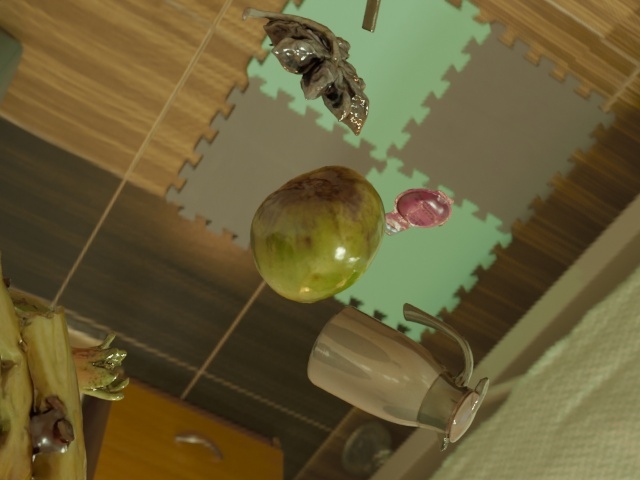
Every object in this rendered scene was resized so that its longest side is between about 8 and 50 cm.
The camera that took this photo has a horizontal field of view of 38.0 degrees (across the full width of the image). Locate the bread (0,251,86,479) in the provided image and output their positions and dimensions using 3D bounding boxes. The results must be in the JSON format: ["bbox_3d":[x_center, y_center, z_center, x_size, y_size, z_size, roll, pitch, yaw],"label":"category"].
[{"bbox_3d":[-0.393,0.107,0.827,0.314,0.191,0.370,-26,77,28],"label":"bread"}]

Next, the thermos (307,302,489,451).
[{"bbox_3d":[0.098,0.147,1.075,0.193,0.105,0.137,25,89,28],"label":"thermos"}]

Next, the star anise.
[{"bbox_3d":[-0.006,-0.279,1.441,0.081,0.230,0.262,-35,106,31],"label":"star anise"}]

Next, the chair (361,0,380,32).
[{"bbox_3d":[0.016,-0.269,0.651,0.095,0.104,0.222,1,116,-49],"label":"chair"}]

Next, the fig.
[{"bbox_3d":[-0.004,-0.009,0.971,0.153,0.136,0.120,-37,119,20],"label":"fig"}]

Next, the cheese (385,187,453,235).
[{"bbox_3d":[0.148,-0.043,1.467,0.095,0.038,0.145,37,138,-26],"label":"cheese"}]

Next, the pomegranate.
[{"bbox_3d":[-0.464,0.174,1.468,0.285,0.231,0.231,-17,121,7],"label":"pomegranate"}]
